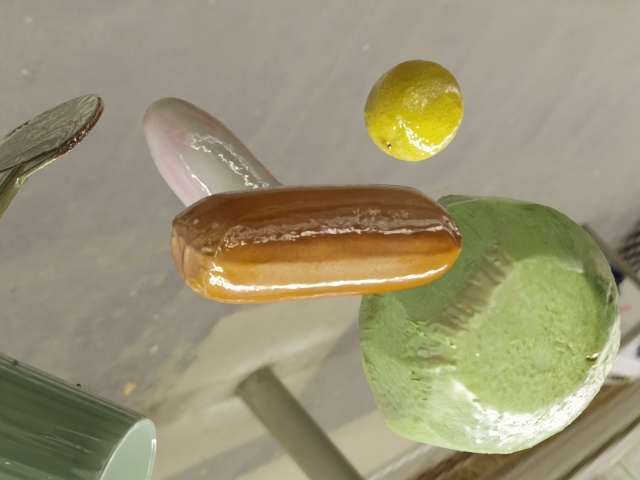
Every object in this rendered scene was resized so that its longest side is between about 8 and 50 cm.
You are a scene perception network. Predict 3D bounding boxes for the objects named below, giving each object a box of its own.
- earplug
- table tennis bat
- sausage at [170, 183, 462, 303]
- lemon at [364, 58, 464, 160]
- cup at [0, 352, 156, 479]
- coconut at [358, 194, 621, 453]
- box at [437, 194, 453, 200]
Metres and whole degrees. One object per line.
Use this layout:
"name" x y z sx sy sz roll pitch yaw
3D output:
"earplug" -0.164 -0.103 1.692 0.172 0.301 0.172 -39 -169 9
"table tennis bat" -0.339 -0.089 1.217 0.173 0.022 0.301 -19 -153 18
"sausage" 0.000 0.000 0.927 0.274 0.105 0.105 -4 140 -33
"lemon" 0.175 -0.243 1.970 0.203 0.178 0.178 -50 163 -21
"cup" -0.479 0.350 1.668 0.401 0.392 0.310 80 29 -67
"coconut" 0.183 0.097 1.230 0.281 0.328 0.328 12 137 -12
"box" 0.221 0.055 1.706 0.034 0.235 0.132 -21 132 38
